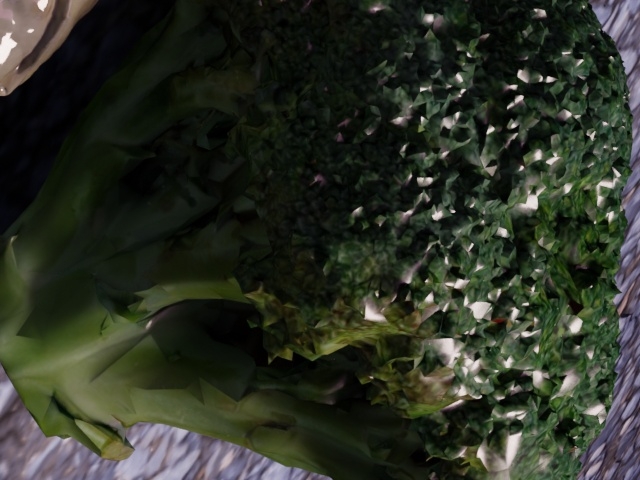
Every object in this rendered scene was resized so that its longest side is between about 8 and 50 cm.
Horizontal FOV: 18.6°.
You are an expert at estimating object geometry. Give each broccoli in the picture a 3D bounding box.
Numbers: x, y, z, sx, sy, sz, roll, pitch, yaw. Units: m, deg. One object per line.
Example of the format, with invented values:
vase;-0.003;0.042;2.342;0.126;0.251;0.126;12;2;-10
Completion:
broccoli;0.000;0.000;0.777;0.275;0.308;0.308;-28;155;-3

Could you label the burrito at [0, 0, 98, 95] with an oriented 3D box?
burrito;-0.058;-0.159;0.669;0.275;0.059;0.082;-50;133;-19
